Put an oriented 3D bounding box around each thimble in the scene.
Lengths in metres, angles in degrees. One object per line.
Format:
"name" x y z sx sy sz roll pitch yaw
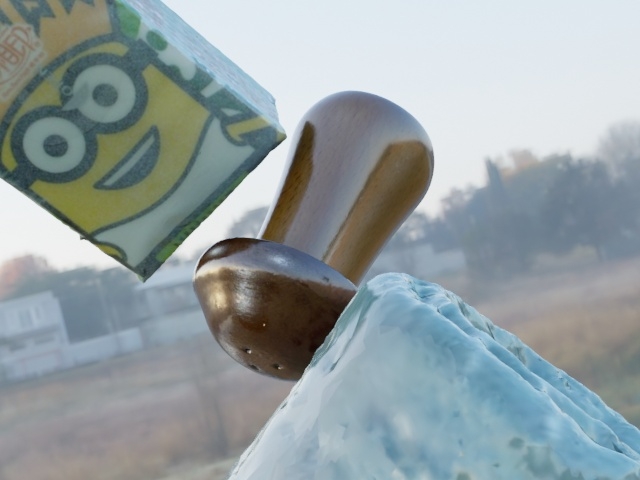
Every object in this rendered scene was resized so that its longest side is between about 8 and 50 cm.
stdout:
"thimble" 0.067 0.118 0.551 0.143 0.198 0.235 -53 -8 6

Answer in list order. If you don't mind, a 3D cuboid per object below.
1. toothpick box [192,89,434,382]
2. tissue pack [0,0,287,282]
"toothpick box" 0.000 0.000 1.320 0.192 0.192 0.294 -22 34 54
"tissue pack" -0.222 -0.136 1.299 0.228 0.311 0.128 -44 26 16
